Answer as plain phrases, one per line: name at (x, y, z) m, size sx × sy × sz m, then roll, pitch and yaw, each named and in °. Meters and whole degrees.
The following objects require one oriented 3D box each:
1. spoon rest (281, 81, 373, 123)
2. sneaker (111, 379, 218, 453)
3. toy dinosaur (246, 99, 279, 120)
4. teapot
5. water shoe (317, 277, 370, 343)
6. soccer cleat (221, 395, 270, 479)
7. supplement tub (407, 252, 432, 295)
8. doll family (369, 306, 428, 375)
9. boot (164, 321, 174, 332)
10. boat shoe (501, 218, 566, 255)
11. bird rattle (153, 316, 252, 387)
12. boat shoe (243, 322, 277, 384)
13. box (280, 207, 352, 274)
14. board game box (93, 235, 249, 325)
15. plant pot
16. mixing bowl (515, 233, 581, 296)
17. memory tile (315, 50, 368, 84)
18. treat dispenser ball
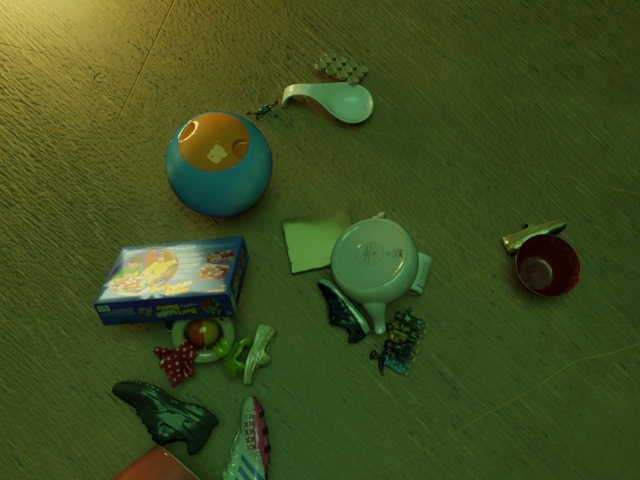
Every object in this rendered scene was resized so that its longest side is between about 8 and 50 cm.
spoon rest at (0.023, -0.422, 1.982) m, size 0.276 × 0.084 × 0.137 m, roll 7°, pitch 71°, yaw 0°
sneaker at (-0.411, 0.448, 1.680) m, size 0.286 × 0.109 × 0.130 m, roll 23°, pitch 69°, yaw 6°
toy dinosaur at (-0.167, -0.403, 1.992) m, size 0.090 × 0.047 × 0.082 m, roll 25°, pitch 55°, yaw 15°
teapot at (0.158, 0.071, 1.786) m, size 0.256 × 0.187 × 0.252 m, roll -42°, pitch 57°, yaw -3°
water shoe at (0.047, 0.192, 1.803) m, size 0.080 × 0.073 × 0.203 m, roll -41°, pitch 78°, yaw -11°
soccer cleat at (-0.193, 0.563, 1.655) m, size 0.143 × 0.116 × 0.331 m, roll -7°, pitch 74°, yaw -5°
supplement tub at (0.266, 0.093, 1.844) m, size 0.071 × 0.071 × 0.107 m, roll 19°, pitch 73°, yaw 3°
doll family at (0.208, 0.276, 1.785) m, size 0.111 × 0.076 × 0.193 m, roll 22°, pitch 76°, yaw -1°
boot at (-0.329, 0.180, 1.754) m, size 0.198 × 0.137 × 0.076 m, roll -24°, pitch 75°, yaw -9°
boat shoe at (0.615, -0.027, 1.903) m, size 0.190 × 0.068 × 0.072 m, roll -23°, pitch 64°, yaw -9°
bird rattle at (-0.309, 0.261, 1.718) m, size 0.254 × 0.143 × 0.206 m, roll -1°, pitch 108°, yaw 3°
boat shoe at (-0.160, 0.307, 1.762) m, size 0.059 × 0.063 × 0.170 m, roll 14°, pitch 72°, yaw 8°
box at (0.000, 0.000, 1.885) m, size 0.201 × 0.021 × 0.164 m, roll -11°, pitch 74°, yaw -6°
board game box at (-0.376, 0.101, 1.708) m, size 0.347 × 0.078 × 0.233 m, roll -5°, pitch 37°, yaw 9°
plant pot at (-0.399, 0.643, 1.562) m, size 0.275 × 0.275 × 0.243 m, roll 38°, pitch 65°, yaw 8°
mixing bowl at (0.622, 0.080, 1.850) m, size 0.182 × 0.098 × 0.181 m, roll 1°, pitch 74°, yaw -2°
memory tile at (0.065, -0.531, 2.031) m, size 0.148 × 0.012 × 0.113 m, roll 26°, pitch 47°, yaw 8°
treat dispenser ball at (-0.275, -0.206, 1.795) m, size 0.288 × 0.288 × 0.288 m, roll 1°, pitch 73°, yaw -2°
